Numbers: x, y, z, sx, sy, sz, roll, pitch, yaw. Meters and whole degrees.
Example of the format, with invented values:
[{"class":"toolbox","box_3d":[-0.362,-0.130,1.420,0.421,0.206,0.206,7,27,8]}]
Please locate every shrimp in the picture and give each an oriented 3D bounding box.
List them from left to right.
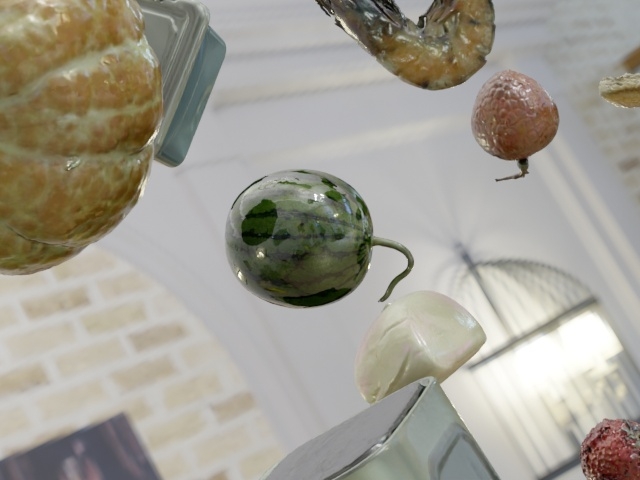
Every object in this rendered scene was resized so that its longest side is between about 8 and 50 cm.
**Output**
[{"class":"shrimp","box_3d":[0.138,-0.415,2.338,0.233,0.365,0.071,-45,2,22]}]

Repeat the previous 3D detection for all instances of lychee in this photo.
[{"class":"lychee","box_3d":[0.232,-0.134,1.632,0.101,0.140,0.114,-43,28,-2]}]

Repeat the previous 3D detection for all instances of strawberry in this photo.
[{"class":"strawberry","box_3d":[0.328,0.239,1.540,0.083,0.083,0.096,-19,-25,-41]}]

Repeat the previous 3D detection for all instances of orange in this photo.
[{"class":"orange","box_3d":[-0.300,-0.122,1.218,0.329,0.329,0.249,-35,-3,26]}]

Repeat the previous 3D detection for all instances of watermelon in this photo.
[{"class":"watermelon","box_3d":[0.000,0.000,1.361,0.187,0.140,0.141,3,-8,9]}]

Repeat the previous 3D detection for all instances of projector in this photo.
[{"class":"projector","box_3d":[0.073,0.329,1.506,0.248,0.249,0.248,-31,4,25]}]

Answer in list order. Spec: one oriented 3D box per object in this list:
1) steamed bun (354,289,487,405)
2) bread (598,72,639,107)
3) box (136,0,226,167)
[{"class":"steamed bun","box_3d":[0.138,0.158,2.124,0.170,0.152,0.239,-45,-13,26]},{"class":"bread","box_3d":[0.389,-0.186,1.707,0.083,0.035,0.070,-1,-8,35]},{"class":"box","box_3d":[-0.228,-0.208,1.800,0.130,0.162,0.227,36,-106,-64]}]
